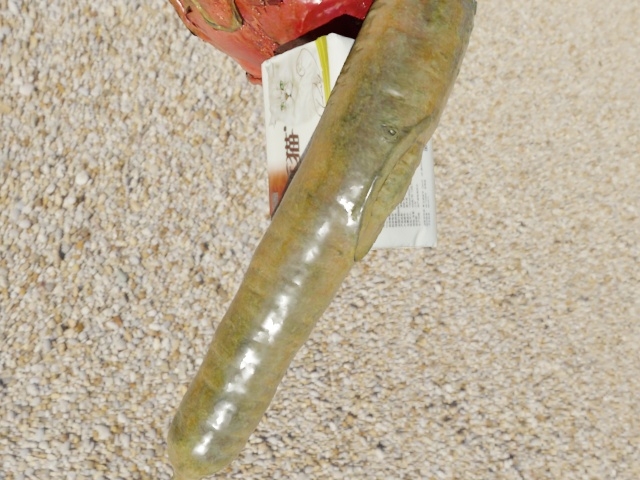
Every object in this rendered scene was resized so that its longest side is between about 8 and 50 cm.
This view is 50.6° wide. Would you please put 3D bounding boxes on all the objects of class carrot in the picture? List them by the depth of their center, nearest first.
[{"bbox_3d":[-0.001,-0.001,0.392,0.070,0.070,0.342,26,91,-26],"label":"carrot"}]

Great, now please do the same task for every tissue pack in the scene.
[{"bbox_3d":[0.021,-0.065,0.516,0.106,0.099,0.148,-1,88,-41],"label":"tissue pack"}]

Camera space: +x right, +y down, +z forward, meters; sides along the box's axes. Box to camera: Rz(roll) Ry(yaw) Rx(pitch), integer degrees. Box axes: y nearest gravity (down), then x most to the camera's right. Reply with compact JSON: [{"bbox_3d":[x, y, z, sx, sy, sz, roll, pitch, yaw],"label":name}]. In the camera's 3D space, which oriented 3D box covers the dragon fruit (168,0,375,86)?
[{"bbox_3d":[-0.004,-0.278,0.597,0.302,0.296,0.295,12,67,-62],"label":"dragon fruit"}]
